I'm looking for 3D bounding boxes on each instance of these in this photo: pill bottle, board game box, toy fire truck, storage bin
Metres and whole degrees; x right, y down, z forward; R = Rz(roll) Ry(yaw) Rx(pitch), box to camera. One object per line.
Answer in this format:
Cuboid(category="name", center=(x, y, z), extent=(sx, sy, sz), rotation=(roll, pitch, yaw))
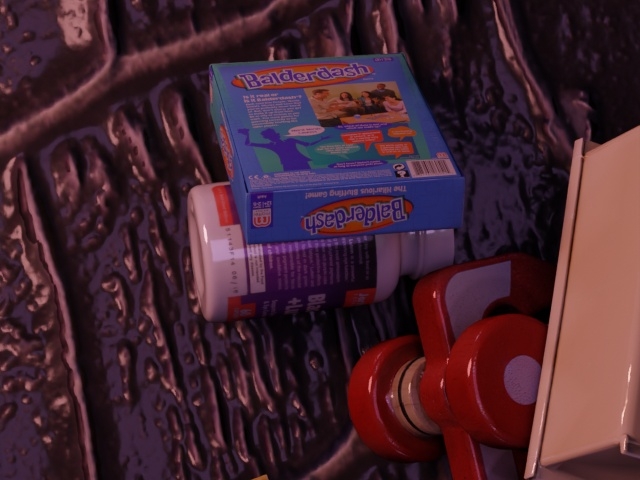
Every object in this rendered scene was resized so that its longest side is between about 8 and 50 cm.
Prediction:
Cuboid(category="pill bottle", center=(0.000, 0.000, 1.471), extent=(0.193, 0.108, 0.108), rotation=(-7, 85, -9))
Cuboid(category="board game box", center=(0.007, -0.073, 1.439), extent=(0.160, 0.210, 0.047), rotation=(-4, 122, -8))
Cuboid(category="toy fire truck", center=(0.181, 0.157, 1.471), extent=(0.254, 0.169, 0.302), rotation=(-10, 85, -34))
Cuboid(category="storage bin", center=(0.306, 0.069, 1.372), extent=(0.260, 0.123, 0.262), rotation=(18, 69, -18))

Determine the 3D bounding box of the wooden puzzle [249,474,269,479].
Cuboid(category="wooden puzzle", center=(-0.063, 0.244, 1.481), extent=(0.078, 0.014, 0.116), rotation=(-9, 85, -9))
